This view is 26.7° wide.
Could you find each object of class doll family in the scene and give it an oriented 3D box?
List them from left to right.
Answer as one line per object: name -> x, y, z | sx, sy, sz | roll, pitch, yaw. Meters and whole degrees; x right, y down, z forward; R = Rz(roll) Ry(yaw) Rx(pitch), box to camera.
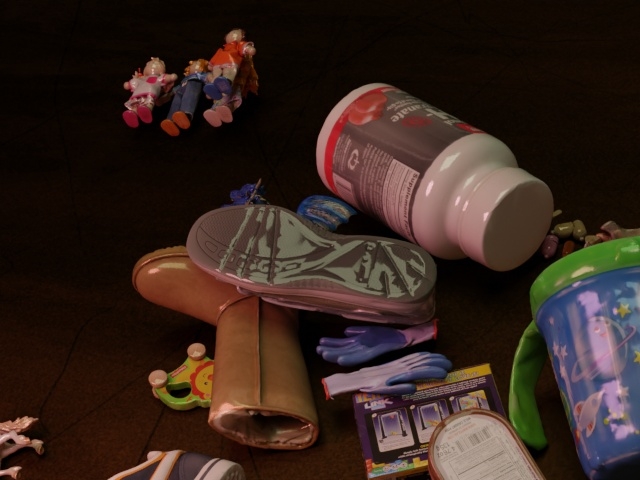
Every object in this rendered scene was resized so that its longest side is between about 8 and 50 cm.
doll family -> -0.192, -0.249, 2.193 | 0.263, 0.118, 0.163 | -14, 41, 29

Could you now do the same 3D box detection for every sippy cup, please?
sippy cup -> 0.350, 0.143, 1.432 | 0.240, 0.305, 0.224 | 3, 62, -9

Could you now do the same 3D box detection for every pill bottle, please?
pill bottle -> 0.154, -0.081, 1.811 | 0.176, 0.176, 0.318 | -33, 43, -23

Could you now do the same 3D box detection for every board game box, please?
board game box -> 0.129, 0.220, 1.552 | 0.170, 0.048, 0.141 | -12, 36, 1

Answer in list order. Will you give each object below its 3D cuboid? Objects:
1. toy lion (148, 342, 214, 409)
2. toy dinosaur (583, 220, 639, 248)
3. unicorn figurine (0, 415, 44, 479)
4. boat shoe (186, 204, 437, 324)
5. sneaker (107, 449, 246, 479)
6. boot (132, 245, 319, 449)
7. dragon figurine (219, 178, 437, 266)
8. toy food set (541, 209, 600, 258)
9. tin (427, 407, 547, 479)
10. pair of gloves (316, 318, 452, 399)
toy lion -> -0.151, 0.180, 1.700 | 0.100, 0.034, 0.096 | -34, 50, -24
toy dinosaur -> 0.480, 0.040, 1.606 | 0.295, 0.127, 0.200 | 36, 99, 15
unicorn figurine -> -0.408, 0.278, 1.640 | 0.111, 0.060, 0.162 | -1, 24, 16
boat shoe -> -0.012, 0.039, 1.680 | 0.320, 0.103, 0.118 | 9, 58, 11
sneaker -> -0.205, 0.346, 1.437 | 0.127, 0.126, 0.321 | 11, 34, 22
boot -> -0.121, 0.128, 1.667 | 0.236, 0.089, 0.269 | 6, 38, -8
dragon figurine -> 0.000, 0.000, 1.782 | 0.289, 0.144, 0.085 | 10, 44, 27
toy food set -> 0.333, 0.011, 1.774 | 0.078, 0.019, 0.122 | -29, 49, -18
tin -> 0.186, 0.265, 1.442 | 0.106, 0.040, 0.190 | -29, 60, -4
pair of gloves -> 0.075, 0.142, 1.638 | 0.159, 0.023, 0.198 | -12, 19, 3
